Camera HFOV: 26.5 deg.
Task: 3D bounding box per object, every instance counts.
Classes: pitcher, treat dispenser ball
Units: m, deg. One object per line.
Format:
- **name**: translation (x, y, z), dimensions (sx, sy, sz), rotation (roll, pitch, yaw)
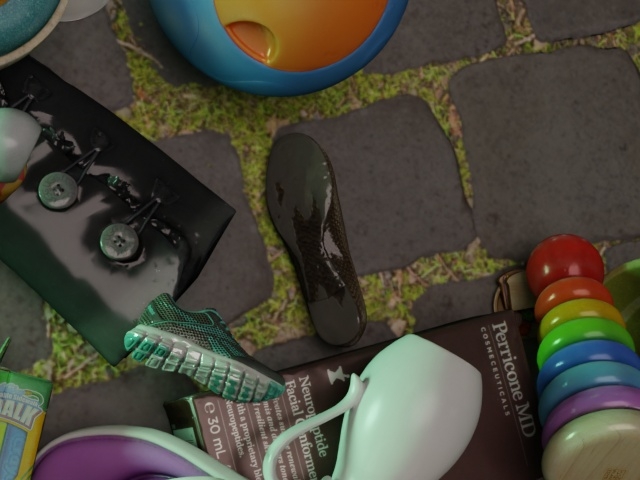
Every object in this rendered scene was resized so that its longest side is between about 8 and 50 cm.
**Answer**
- **pitcher**: translation (0.054, 0.189, 1.339), dimensions (0.177, 0.125, 0.207), rotation (34, 81, -24)
- **treat dispenser ball**: translation (-0.044, -0.296, 1.441), dimensions (0.288, 0.288, 0.288), rotation (3, 81, -17)

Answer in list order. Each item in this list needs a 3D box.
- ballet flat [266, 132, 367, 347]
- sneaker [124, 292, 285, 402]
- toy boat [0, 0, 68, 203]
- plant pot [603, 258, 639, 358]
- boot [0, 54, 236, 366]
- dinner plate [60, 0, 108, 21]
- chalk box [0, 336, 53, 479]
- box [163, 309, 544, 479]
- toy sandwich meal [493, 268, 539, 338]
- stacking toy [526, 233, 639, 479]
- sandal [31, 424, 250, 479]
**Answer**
- **ballet flat**: translation (0.000, 0.000, 1.537), dimensions (0.084, 0.058, 0.250), rotation (-20, 81, 16)
- **sneaker**: translation (-0.106, 0.103, 1.352), dimensions (0.166, 0.065, 0.076), rotation (25, 56, -9)
- **toy boat**: translation (-0.337, -0.190, 1.275), dimensions (0.267, 0.148, 0.318), rotation (-16, 80, -28)
- **plant pot**: translation (0.442, 0.185, 1.557), dimensions (0.254, 0.276, 0.276), rotation (17, 77, -27)
- **boot**: translation (-0.358, -0.025, 1.389), dimensions (0.445, 0.146, 0.367), rotation (42, 74, -12)
- **dinner plate**: translation (-0.290, -0.313, 1.510), dimensions (0.141, 0.017, 0.141), rotation (2, 82, -17)
- **chalk box**: translation (-0.347, 0.196, 1.338), dimensions (0.132, 0.132, 0.213), rotation (15, 58, -14)
- **box**: translation (0.044, 0.214, 1.472), dimensions (0.381, 0.143, 0.191), rotation (-14, 86, -21)
- **toy sandwich meal**: translation (0.243, 0.075, 1.611), dimensions (0.085, 0.029, 0.086), rotation (3, 81, -17)
- **stacking toy**: translation (0.286, 0.124, 1.483), dimensions (0.141, 0.141, 0.330), rotation (14, 40, -15)
- **sandal**: translation (-0.130, 0.290, 1.307), dimensions (0.416, 0.102, 0.169), rotation (15, 99, 23)
